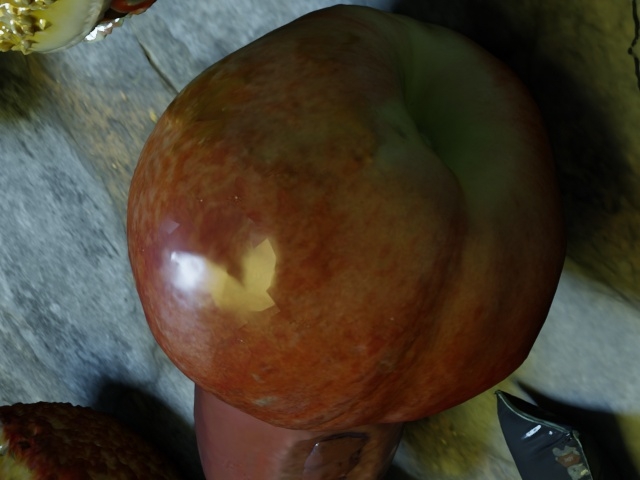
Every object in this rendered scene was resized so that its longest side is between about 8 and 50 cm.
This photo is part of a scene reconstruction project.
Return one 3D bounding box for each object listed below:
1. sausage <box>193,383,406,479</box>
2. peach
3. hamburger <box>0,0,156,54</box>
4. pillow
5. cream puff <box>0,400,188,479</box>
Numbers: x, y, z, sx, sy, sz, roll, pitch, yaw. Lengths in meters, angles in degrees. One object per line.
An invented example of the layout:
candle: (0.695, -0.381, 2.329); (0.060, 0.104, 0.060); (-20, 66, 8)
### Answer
sausage: (-0.011, 0.100, 1.114); (0.152, 0.152, 0.280); (39, 150, 19)
peach: (0.000, 0.000, 0.886); (0.232, 0.232, 0.257); (46, 131, 5)
hamburger: (-0.184, -0.247, 0.910); (0.302, 0.170, 0.302); (35, 148, 26)
pillow: (0.165, 0.164, 1.055); (0.090, 0.048, 0.150); (4, 131, 50)
cream puff: (-0.220, 0.301, 1.584); (0.350, 0.228, 0.350); (40, 143, 40)
